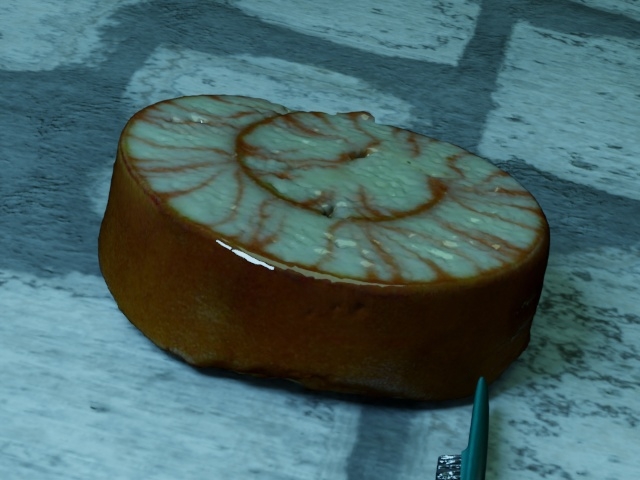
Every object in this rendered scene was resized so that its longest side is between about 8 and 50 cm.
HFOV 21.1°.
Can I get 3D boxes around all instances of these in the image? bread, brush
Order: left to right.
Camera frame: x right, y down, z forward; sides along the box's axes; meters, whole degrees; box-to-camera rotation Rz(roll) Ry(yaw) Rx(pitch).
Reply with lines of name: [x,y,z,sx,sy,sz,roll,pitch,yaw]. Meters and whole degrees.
bread: [0.002,0.002,1.251,0.328,0.114,0.295,14,25,1]
brush: [0.090,0.140,1.095,0.032,0.043,0.193,-3,23,8]
